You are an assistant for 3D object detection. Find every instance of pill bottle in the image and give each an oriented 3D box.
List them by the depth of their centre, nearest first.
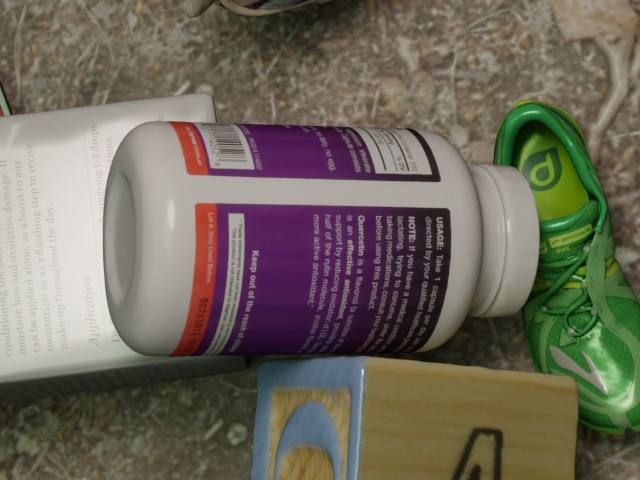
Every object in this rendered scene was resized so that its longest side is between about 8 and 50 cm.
[{"bbox_3d":[0.000,0.000,1.427,0.323,0.181,0.181,1,80,-19],"label":"pill bottle"}]

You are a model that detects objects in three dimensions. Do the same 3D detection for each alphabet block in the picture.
[{"bbox_3d":[0.070,0.195,1.441,0.197,0.192,0.193,7,84,-27],"label":"alphabet block"}]

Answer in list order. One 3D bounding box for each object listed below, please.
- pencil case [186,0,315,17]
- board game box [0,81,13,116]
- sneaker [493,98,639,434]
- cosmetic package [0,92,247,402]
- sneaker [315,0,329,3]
[{"bbox_3d":[-0.111,-0.383,1.551,0.183,0.160,0.410,-20,63,-21],"label":"pencil case"},{"bbox_3d":[-0.388,-0.079,1.704,0.213,0.046,0.317,-21,76,-5],"label":"board game box"},{"bbox_3d":[0.200,0.022,1.502,0.109,0.123,0.295,-21,77,12],"label":"sneaker"},{"bbox_3d":[-0.300,0.025,1.568,0.453,0.161,0.230,-6,79,-3],"label":"cosmetic package"},{"bbox_3d":[-0.086,-0.285,1.650,0.153,0.094,0.235,-31,74,11],"label":"sneaker"}]
